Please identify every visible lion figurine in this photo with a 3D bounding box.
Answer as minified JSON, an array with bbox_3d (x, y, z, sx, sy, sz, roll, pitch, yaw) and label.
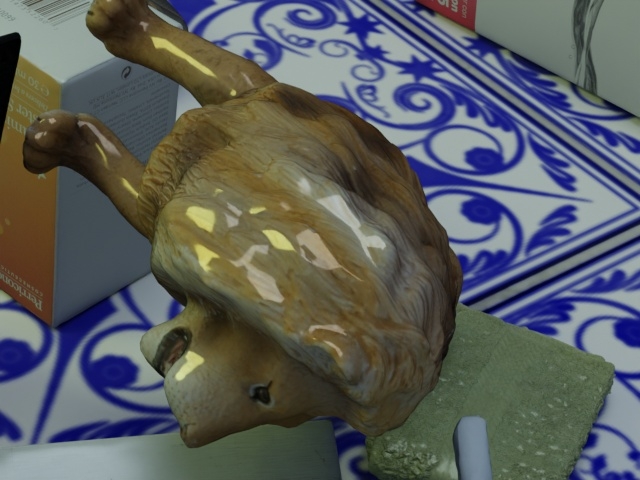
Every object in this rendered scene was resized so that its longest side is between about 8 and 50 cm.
[{"bbox_3d":[0.000,0.000,0.808,0.240,0.142,0.392,35,10,19],"label":"lion figurine"}]

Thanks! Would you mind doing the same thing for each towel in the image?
[{"bbox_3d":[0.095,0.094,0.883,0.110,0.027,0.148,19,39,13],"label":"towel"}]

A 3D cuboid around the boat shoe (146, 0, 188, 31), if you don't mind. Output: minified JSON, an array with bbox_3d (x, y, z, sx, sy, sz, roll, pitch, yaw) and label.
[{"bbox_3d":[-0.262,-0.151,1.051,0.355,0.130,0.132,12,26,-27],"label":"boat shoe"}]

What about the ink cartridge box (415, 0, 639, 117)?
[{"bbox_3d":[0.242,-0.200,1.200,0.283,0.117,0.207,33,45,29],"label":"ink cartridge box"}]

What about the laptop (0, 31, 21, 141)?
[{"bbox_3d":[-0.295,-0.006,0.764,0.264,0.136,0.234,8,24,45],"label":"laptop"}]

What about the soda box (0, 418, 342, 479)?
[{"bbox_3d":[-0.132,0.145,0.705,0.286,0.091,0.098,-4,69,-14],"label":"soda box"}]

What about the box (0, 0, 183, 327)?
[{"bbox_3d":[-0.159,-0.062,0.918,0.130,0.170,0.091,32,43,27],"label":"box"}]

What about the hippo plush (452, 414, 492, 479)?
[{"bbox_3d":[0.121,0.233,0.620,0.236,0.234,0.294,29,-3,-1],"label":"hippo plush"}]
